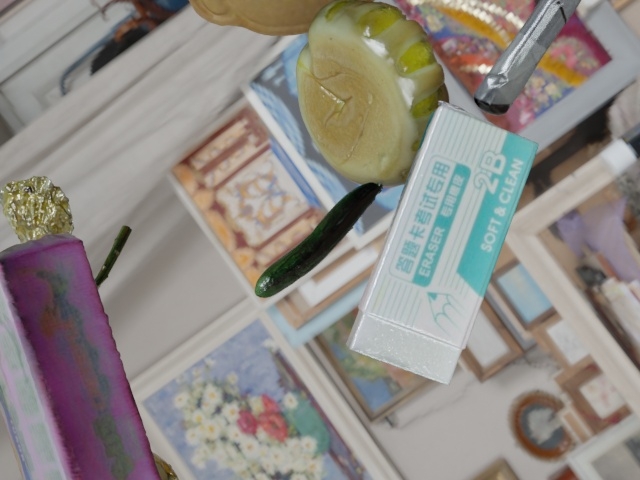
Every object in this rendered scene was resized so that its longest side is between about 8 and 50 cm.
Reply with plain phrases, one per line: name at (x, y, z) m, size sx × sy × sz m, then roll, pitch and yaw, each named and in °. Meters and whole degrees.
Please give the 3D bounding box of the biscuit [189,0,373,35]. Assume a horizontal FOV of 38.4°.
biscuit at (-0.073, -0.394, 1.140) m, size 0.351 × 0.312 × 0.057 m, roll 39°, pitch -142°, yaw -34°

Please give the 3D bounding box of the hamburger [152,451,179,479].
hamburger at (-0.207, 0.282, 0.981) m, size 0.141 × 0.127 × 0.081 m, roll 23°, pitch -166°, yaw 8°

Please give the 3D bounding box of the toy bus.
toy bus at (-0.178, 0.137, 0.663) m, size 0.112 × 0.090 × 0.274 m, roll -24°, pitch 85°, yaw 57°

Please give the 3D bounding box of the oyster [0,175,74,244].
oyster at (-0.379, -0.018, 1.219) m, size 0.121 × 0.146 × 0.045 m, roll 36°, pitch -153°, yaw 9°

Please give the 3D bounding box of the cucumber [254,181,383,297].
cucumber at (0.000, 0.000, 0.946) m, size 0.033 × 0.184 × 0.036 m, roll 16°, pitch 140°, yaw 45°

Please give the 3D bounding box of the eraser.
eraser at (0.104, 0.003, 0.799) m, size 0.095 × 0.225 × 0.052 m, roll 21°, pitch 178°, yaw -3°

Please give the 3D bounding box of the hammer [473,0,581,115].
hammer at (0.264, -0.298, 0.828) m, size 0.152 × 0.427 × 0.044 m, roll 18°, pitch -155°, yaw -41°

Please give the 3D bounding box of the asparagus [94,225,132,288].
asparagus at (-0.275, 0.033, 1.183) m, size 0.018 × 0.127 × 0.015 m, roll 30°, pitch 146°, yaw -12°

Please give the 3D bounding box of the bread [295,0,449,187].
bread at (0.062, -0.156, 0.989) m, size 0.213 × 0.104 × 0.213 m, roll 36°, pitch 140°, yaw 36°
